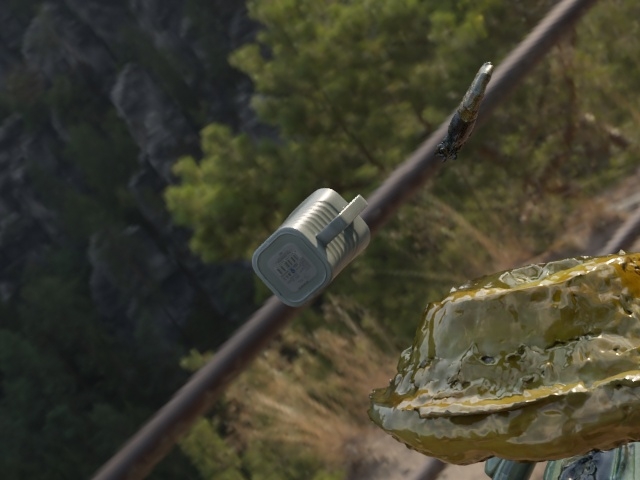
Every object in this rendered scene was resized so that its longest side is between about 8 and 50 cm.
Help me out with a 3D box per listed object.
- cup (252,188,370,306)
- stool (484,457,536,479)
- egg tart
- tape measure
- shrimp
[{"bbox_3d":[0.000,0.000,1.349,0.128,0.095,0.129,-40,3,31],"label":"cup"},{"bbox_3d":[0.254,0.251,1.644,0.199,0.195,0.195,-57,-2,6],"label":"stool"},{"bbox_3d":[0.188,0.086,0.922,0.341,0.129,0.341,-13,3,1],"label":"egg tart"},{"bbox_3d":[0.361,0.329,1.423,0.207,0.115,0.235,-34,24,35],"label":"tape measure"},{"bbox_3d":[0.199,-0.171,1.506,0.091,0.034,0.161,-59,-5,-45],"label":"shrimp"}]
